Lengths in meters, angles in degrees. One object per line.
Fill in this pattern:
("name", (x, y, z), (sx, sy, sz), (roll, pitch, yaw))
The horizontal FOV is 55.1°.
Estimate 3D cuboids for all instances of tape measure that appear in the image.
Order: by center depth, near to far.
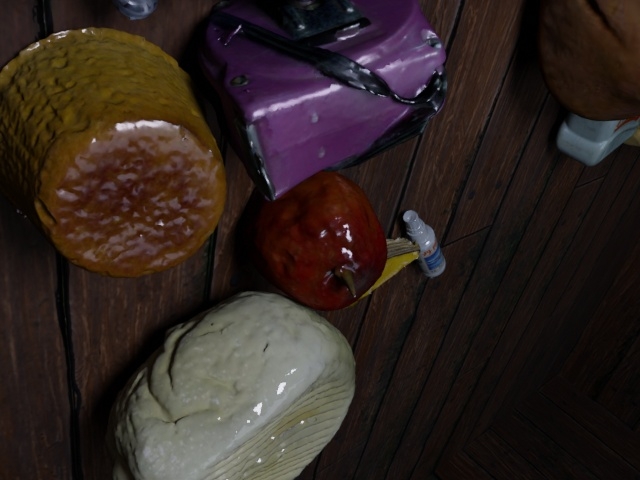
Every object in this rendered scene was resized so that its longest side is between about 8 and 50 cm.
("tape measure", (-0.001, -0.170, 0.605), (0.232, 0.245, 0.149), (-27, 137, -13))
("tape measure", (0.629, -0.295, 1.346), (0.243, 0.125, 0.246), (-35, 147, -33))

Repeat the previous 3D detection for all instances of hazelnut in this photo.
("hazelnut", (0.511, -0.373, 0.985), (0.372, 0.316, 0.372), (20, 90, -84))

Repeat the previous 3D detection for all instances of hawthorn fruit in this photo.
("hawthorn fruit", (0.000, 0.000, 0.805), (0.190, 0.251, 0.189), (-8, 112, -20))

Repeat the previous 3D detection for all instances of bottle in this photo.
("bottle", (0.195, 0.005, 1.183), (0.060, 0.060, 0.217), (-47, 147, -5))

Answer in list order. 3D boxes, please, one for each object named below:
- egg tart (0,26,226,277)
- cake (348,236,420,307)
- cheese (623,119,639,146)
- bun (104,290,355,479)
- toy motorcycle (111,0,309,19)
("egg tart", (-0.187, -0.071, 0.553), (0.215, 0.171, 0.215), (-16, 127, -22))
("cake", (0.084, 0.029, 1.080), (0.185, 0.079, 0.116), (-36, 133, -4))
("cheese", (0.831, -0.319, 1.356), (0.104, 0.384, 0.384), (-39, 146, -12))
("bun", (-0.128, 0.220, 0.851), (0.349, 0.227, 0.352), (-13, 137, -43))
("toy motorcycle", (-0.117, -0.272, 0.472), (0.307, 0.108, 0.173), (-13, 95, -39))
